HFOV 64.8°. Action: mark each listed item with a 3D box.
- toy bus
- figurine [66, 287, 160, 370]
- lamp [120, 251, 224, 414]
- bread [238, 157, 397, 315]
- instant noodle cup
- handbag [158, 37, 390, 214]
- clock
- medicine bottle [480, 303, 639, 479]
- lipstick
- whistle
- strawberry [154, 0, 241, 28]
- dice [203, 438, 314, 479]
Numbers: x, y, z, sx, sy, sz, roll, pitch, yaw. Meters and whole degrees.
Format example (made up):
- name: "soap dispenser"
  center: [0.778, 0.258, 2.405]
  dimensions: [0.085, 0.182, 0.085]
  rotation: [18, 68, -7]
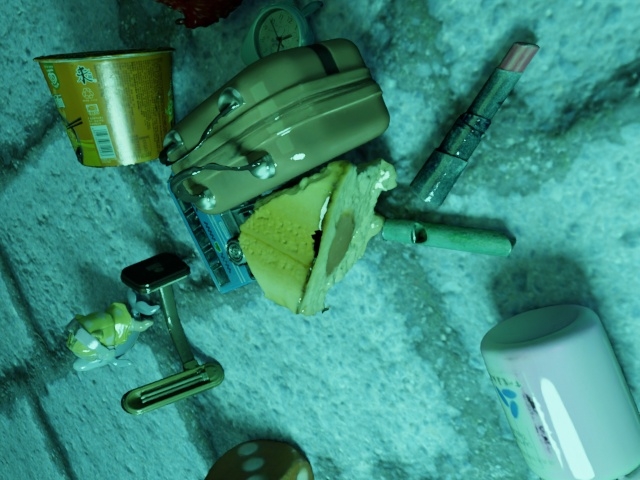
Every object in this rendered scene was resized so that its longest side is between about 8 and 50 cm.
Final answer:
- name: "toy bus"
  center: [-0.165, -0.039, 0.883]
  dimensions: [0.134, 0.113, 0.246]
  rotation: [-27, 90, 40]
- name: "figurine"
  center: [-0.457, 0.195, 1.098]
  dimensions: [0.128, 0.184, 0.208]
  rotation: [32, 75, 20]
- name: "lamp"
  center: [-0.334, 0.185, 1.004]
  dimensions: [0.125, 0.203, 0.283]
  rotation: [1, 108, 51]
- name: "bread"
  center: [0.010, 0.003, 0.746]
  dimensions: [0.224, 0.184, 0.211]
  rotation: [-14, 97, 36]
- name: "instant noodle cup"
  center: [-0.357, -0.240, 0.893]
  dimensions: [0.230, 0.230, 0.182]
  rotation: [10, 118, 29]
- name: "handbag"
  center: [-0.088, -0.138, 0.687]
  dimensions: [0.302, 0.283, 0.149]
  rotation: [-16, 104, 44]
- name: "clock"
  center: [-0.055, -0.316, 0.780]
  dimensions: [0.108, 0.045, 0.147]
  rotation: [42, 120, 14]
- name: "medicine bottle"
  center: [0.315, 0.221, 0.638]
  dimensions: [0.152, 0.152, 0.254]
  rotation: [-20, 93, 34]
- name: "lipstick"
  center: [0.205, -0.152, 0.665]
  dimensions: [0.053, 0.053, 0.234]
  rotation: [41, 118, 16]
- name: "whistle"
  center: [0.181, -0.005, 0.725]
  dimensions: [0.186, 0.039, 0.039]
  rotation: [9, 108, 29]
- name: "strawberry"
  center: [-0.183, -0.459, 0.731]
  dimensions: [0.274, 0.221, 0.274]
  rotation: [157, 90, -78]
- name: "dice"
  center: [-0.120, 0.506, 0.967]
  dimensions: [0.174, 0.179, 0.174]
  rotation: [-2, 105, 32]
